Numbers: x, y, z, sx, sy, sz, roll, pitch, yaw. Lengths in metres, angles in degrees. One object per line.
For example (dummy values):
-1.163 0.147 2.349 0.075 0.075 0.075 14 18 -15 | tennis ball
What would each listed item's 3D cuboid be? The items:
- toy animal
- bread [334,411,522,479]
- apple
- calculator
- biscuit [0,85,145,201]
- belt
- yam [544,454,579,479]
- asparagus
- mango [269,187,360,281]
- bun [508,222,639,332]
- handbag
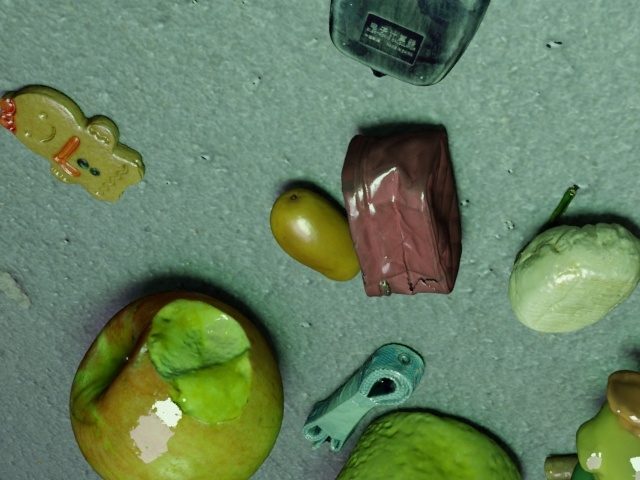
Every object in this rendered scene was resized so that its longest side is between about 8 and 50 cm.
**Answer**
0.473 0.315 1.563 0.216 0.191 0.338 16 134 13 | toy animal
0.156 0.468 1.777 0.348 0.308 0.348 17 143 13 | bread
-0.219 0.251 1.711 0.339 0.339 0.339 12 137 12 | apple
0.102 -0.282 1.236 0.177 0.040 0.268 23 143 3 | calculator
-0.367 -0.143 1.582 0.225 0.036 0.166 41 136 -19 | biscuit
0.066 0.267 1.783 0.087 0.072 0.302 33 137 -8 | belt
0.516 0.355 1.701 0.327 0.045 0.045 -8 99 28 | yam
0.297 -0.015 1.438 0.016 0.016 0.163 5 143 -20 | asparagus
0.000 0.000 1.532 0.102 0.085 0.184 -13 132 34 | mango
0.331 0.041 1.415 0.164 0.111 0.188 8 143 -19 | bun
0.105 -0.033 1.407 0.135 0.146 0.225 -1 133 17 | handbag
